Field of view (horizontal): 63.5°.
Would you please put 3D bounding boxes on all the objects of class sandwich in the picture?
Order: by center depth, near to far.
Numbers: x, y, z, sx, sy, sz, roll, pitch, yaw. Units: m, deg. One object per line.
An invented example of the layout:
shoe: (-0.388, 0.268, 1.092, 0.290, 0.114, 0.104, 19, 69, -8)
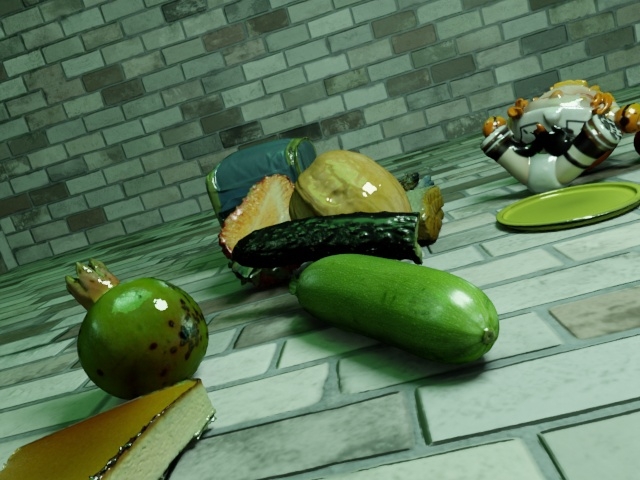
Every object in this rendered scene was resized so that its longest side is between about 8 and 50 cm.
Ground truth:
sandwich: (-0.214, 0.203, 0.476, 0.162, 0.058, 0.193, -12, 15, 28)
sandwich: (0.122, -0.040, 1.059, 0.251, 0.087, 0.226, -11, 12, 25)

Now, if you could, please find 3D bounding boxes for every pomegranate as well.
pomegranate: (-0.234, 0.105, 0.648, 0.159, 0.205, 0.159, -46, -8, -9)

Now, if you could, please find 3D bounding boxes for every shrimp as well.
shrimp: (0.208, -0.123, 1.318, 0.289, 0.075, 0.178, -19, 14, -40)

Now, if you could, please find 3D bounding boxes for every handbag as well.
handbag: (-0.113, -0.102, 1.241, 0.241, 0.263, 0.222, -12, 19, 16)

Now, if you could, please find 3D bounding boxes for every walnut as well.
walnut: (0.049, -0.048, 0.875, 0.193, 0.225, 0.193, -33, -23, -16)

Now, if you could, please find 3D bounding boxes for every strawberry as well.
strawberry: (-0.098, -0.006, 1.023, 0.188, 0.106, 0.286, -3, 45, 13)

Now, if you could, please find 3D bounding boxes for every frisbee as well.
frisbee: (0.424, -0.059, 0.888, 0.236, 0.017, 0.236, -17, 11, 3)

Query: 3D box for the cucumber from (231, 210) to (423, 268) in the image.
cucumber: (0.000, 0.000, 0.760, 0.303, 0.081, 0.072, -2, -6, 24)

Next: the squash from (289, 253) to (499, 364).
squash: (0.059, 0.068, 0.622, 0.101, 0.101, 0.379, -23, 11, -26)

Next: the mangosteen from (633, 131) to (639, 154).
mangosteen: (0.678, -0.199, 1.044, 0.081, 0.081, 0.081, -16, 12, 3)

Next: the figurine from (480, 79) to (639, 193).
figurine: (0.514, -0.224, 1.102, 0.320, 0.196, 0.323, 7, 30, 40)
